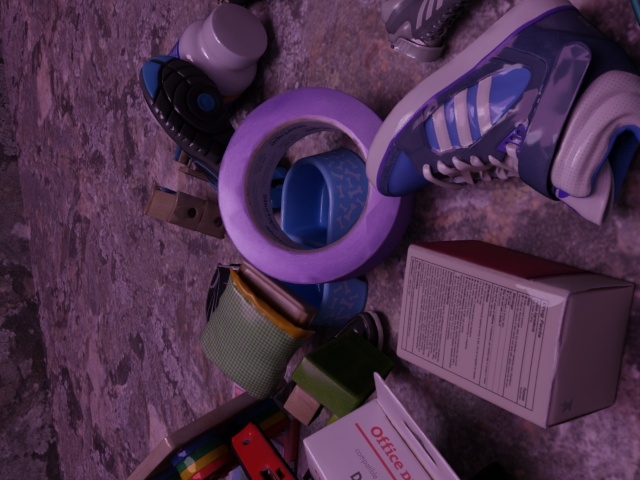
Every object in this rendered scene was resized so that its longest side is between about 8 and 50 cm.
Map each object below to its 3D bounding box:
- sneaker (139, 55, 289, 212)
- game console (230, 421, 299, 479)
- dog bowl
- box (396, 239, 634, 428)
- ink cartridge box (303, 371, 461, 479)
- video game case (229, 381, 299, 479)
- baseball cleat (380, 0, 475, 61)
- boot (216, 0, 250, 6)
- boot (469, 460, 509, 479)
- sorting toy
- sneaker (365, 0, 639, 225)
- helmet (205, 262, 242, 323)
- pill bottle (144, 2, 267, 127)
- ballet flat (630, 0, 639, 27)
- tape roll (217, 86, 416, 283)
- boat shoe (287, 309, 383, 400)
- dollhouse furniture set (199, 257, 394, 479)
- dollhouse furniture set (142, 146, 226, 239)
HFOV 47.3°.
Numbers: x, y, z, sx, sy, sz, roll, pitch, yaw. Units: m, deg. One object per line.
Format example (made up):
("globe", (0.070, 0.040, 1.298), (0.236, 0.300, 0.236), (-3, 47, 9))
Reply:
("sneaker", (-0.200, -0.168, 1.289), (0.341, 0.125, 0.139), (50, 153, -8))
("game console", (0.000, 0.449, 1.043), (0.342, 0.060, 0.386), (60, 167, -13))
("dog bowl", (0.000, 0.000, 1.175), (0.166, 0.074, 0.297), (16, 105, 52))
("box", (0.216, 0.094, 0.848), (0.232, 0.127, 0.149), (20, 108, 51))
("ink cartridge box", (0.081, 0.353, 0.937), (0.207, 0.119, 0.353), (50, 158, 39))
("video game case", (-0.113, 0.433, 1.405), (0.204, 0.025, 0.285), (15, 105, 52))
("baseball cleat", (0.162, -0.293, 0.952), (0.206, 0.072, 0.109), (5, 111, 58))
("boot", (-0.131, -0.532, 1.297), (0.178, 0.085, 0.236), (1, 94, 56))
("boot", (0.212, 0.350, 0.917), (0.121, 0.045, 0.099), (-46, 52, 16))
("sorting toy", (-0.190, 0.371, 1.283), (0.089, 0.255, 0.257), (55, 135, 14))
("sneaker", (0.208, -0.089, 0.814), (0.323, 0.130, 0.236), (-43, 59, 30))
("helmet", (-0.124, 0.123, 1.277), (0.169, 0.169, 0.161), (2, 90, 53))
("pill bottle", (-0.212, -0.316, 1.368), (0.272, 0.152, 0.152), (-31, 68, 50))
("ballet flat", (0.351, -0.174, 0.702), (0.074, 0.074, 0.203), (-27, 65, 51))
("tape roll", (-0.006, -0.075, 1.050), (0.275, 0.090, 0.275), (-1, 87, 20))
("boat shoe", (0.024, 0.197, 1.158), (0.233, 0.079, 0.084), (-55, 50, 38))
("dollhouse furniture set", (-0.076, 0.186, 1.084), (0.301, 0.151, 0.197), (37, 114, 16))
("dollhouse furniture set", (-0.247, -0.113, 1.474), (0.129, 0.129, 0.184), (16, 86, 52))
